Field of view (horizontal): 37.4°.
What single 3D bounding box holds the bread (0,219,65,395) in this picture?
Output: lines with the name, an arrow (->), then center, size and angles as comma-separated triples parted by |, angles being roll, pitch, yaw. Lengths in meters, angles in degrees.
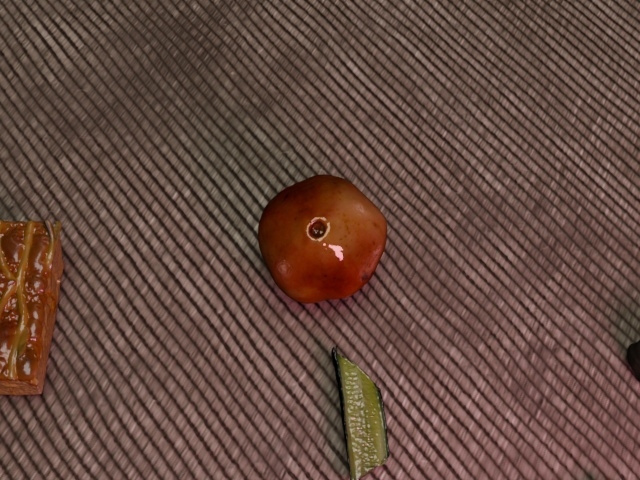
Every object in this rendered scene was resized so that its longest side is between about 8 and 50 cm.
bread -> -0.509, 0.103, 1.487 | 0.184, 0.114, 0.275 | 2, 62, -1

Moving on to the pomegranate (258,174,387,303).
pomegranate -> -0.001, -0.002, 1.521 | 0.209, 0.209, 0.209 | 1, 60, -2

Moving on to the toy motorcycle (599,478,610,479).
toy motorcycle -> 0.377, 0.425, 1.354 | 0.118, 0.084, 0.212 | 37, 57, 19

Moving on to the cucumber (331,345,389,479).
cucumber -> 0.063, 0.266, 1.455 | 0.070, 0.046, 0.220 | -4, 61, -7

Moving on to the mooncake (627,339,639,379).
mooncake -> 0.580, 0.172, 1.500 | 0.168, 0.104, 0.175 | 19, 57, 15
